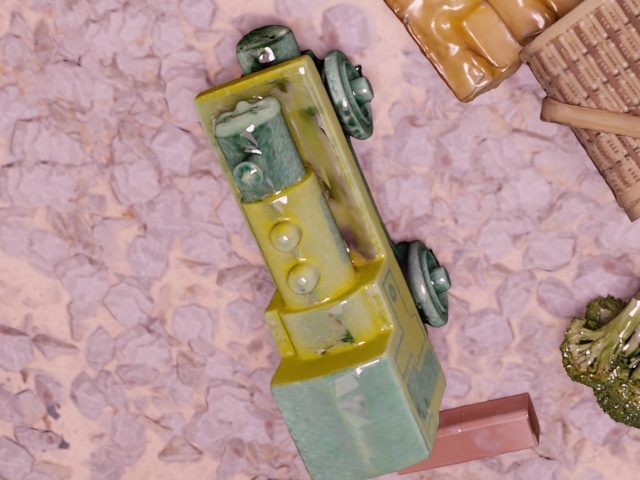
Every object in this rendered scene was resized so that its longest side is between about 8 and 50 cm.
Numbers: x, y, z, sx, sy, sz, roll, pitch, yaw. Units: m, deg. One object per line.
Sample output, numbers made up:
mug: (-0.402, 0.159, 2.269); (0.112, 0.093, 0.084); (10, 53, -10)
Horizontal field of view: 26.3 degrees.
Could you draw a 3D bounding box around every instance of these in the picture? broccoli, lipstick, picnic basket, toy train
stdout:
broccoli: (0.293, 0.106, 1.237); (0.162, 0.146, 0.138); (6, 118, 4)
lipstick: (0.141, 0.192, 1.357); (0.145, 0.045, 0.045); (-15, 109, 16)
picnic basket: (0.336, -0.157, 1.036); (0.313, 0.228, 0.175); (-36, 83, 30)
toy train: (0.000, 0.000, 1.192); (0.150, 0.237, 0.369); (-17, 109, 19)

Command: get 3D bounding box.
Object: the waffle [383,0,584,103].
waffle: (0.150, -0.319, 1.062); (0.348, 0.077, 0.304); (-36, 90, 32)
